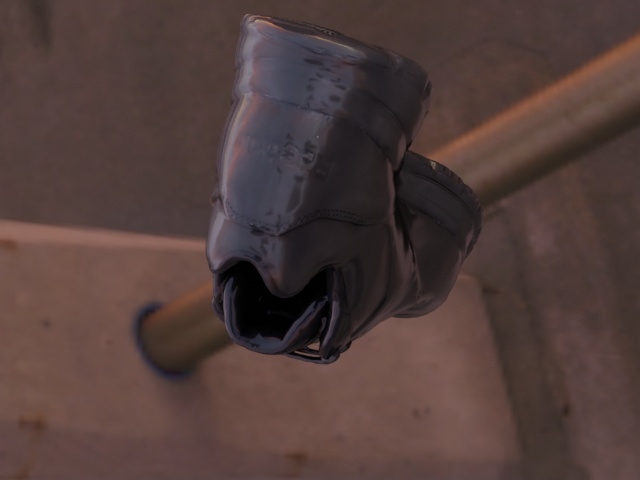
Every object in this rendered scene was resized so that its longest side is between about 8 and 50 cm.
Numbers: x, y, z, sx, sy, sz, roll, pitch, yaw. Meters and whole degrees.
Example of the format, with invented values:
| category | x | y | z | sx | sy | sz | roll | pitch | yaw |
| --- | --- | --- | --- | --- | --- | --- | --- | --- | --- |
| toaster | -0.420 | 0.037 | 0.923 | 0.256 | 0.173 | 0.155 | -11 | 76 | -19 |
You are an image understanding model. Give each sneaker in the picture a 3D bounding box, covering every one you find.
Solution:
| category | x | y | z | sx | sy | sz | roll | pitch | yaw |
| --- | --- | --- | --- | --- | --- | --- | --- | --- | --- |
| sneaker | 0.000 | 0.000 | 0.871 | 0.109 | 0.286 | 0.130 | 16 | 77 | 19 |
